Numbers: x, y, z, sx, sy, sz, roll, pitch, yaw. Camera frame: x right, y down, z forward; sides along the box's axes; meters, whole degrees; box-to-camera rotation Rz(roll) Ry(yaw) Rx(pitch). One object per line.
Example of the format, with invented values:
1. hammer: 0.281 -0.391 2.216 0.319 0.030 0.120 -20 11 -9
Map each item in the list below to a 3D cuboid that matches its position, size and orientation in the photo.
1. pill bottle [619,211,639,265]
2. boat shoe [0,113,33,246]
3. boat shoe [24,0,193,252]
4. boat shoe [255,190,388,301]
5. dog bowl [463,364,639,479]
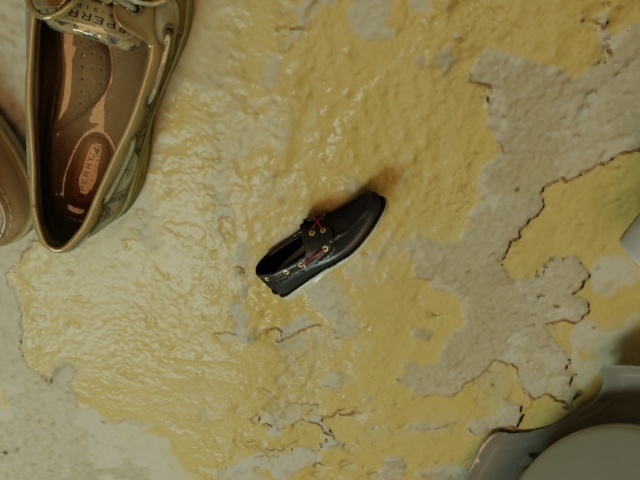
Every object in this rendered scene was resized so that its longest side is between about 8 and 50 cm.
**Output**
1. pill bottle: 0.335 -0.068 0.477 0.136 0.136 0.245 25 115 -11
2. boat shoe: -0.359 -0.108 0.482 0.122 0.110 0.341 -37 111 18
3. boat shoe: -0.157 -0.125 0.481 0.105 0.089 0.285 11 116 -4
4. boat shoe: 0.000 0.001 0.567 0.133 0.049 0.042 -38 119 23
5. dog bowl: 0.264 0.286 0.559 0.102 0.348 0.348 28 115 -27
